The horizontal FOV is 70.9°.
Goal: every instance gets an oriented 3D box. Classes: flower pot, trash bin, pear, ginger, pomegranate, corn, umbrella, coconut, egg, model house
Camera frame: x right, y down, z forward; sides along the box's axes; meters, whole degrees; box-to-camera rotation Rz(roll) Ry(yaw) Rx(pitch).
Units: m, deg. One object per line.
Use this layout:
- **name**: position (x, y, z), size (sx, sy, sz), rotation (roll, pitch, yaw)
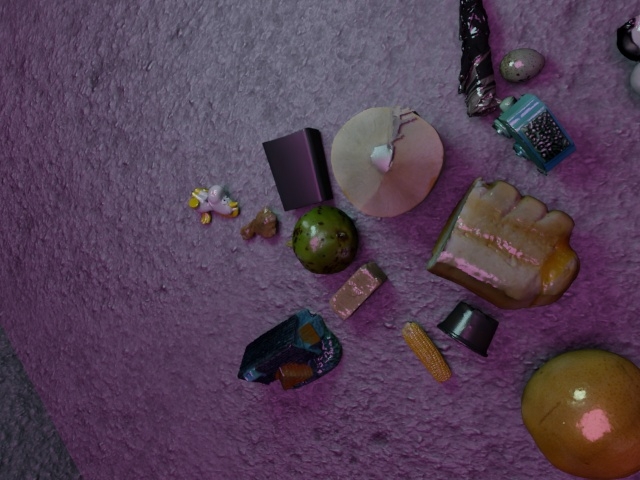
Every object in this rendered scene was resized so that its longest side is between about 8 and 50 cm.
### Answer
- **flower pot**: position (0.423, 0.242, 1.265), size (0.157, 0.157, 0.107), rotation (33, 92, 15)
- **trash bin**: position (-0.064, -0.220, 1.420), size (0.165, 0.115, 0.225), rotation (-14, 95, 21)
- **pear**: position (0.671, 0.426, 1.113), size (0.314, 0.314, 0.314), rotation (2, 97, 21)
- **ginger**: position (-0.200, -0.040, 1.516), size (0.165, 0.067, 0.096), rotation (-38, 82, 34)
- **pomegranate**: position (0.000, 0.000, 1.383), size (0.263, 0.211, 0.211), rotation (-5, 95, 56)
- **corn**: position (0.318, 0.334, 1.352), size (0.067, 0.067, 0.206), rotation (-38, 83, 21)
- **umbrella**: position (0.406, -0.507, 1.207), size (0.106, 0.113, 0.357), rotation (-7, 88, 7)
- **coconut**: position (0.184, -0.214, 1.222), size (0.323, 0.323, 0.323), rotation (2, 97, 21)
- **egg**: position (0.526, -0.457, 1.173), size (0.110, 0.085, 0.085), rotation (-11, 92, 18)
- **model house**: position (-0.103, 0.377, 1.431), size (0.261, 0.241, 0.226), rotation (-36, 80, 20)

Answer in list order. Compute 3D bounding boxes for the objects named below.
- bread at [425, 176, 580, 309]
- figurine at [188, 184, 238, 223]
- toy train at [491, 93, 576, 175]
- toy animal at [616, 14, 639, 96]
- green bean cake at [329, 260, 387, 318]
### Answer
- **bread**: position (0.486, 0.025, 1.180), size (0.341, 0.210, 0.300), rotation (25, 82, 10)
- **figurine**: position (-0.364, -0.130, 1.563), size (0.178, 0.109, 0.129), rotation (-8, 119, 22)
- **toy train**: position (0.534, -0.273, 1.131), size (0.203, 0.163, 0.112), rotation (41, 107, -15)
- **toy animal**: position (0.805, -0.424, 1.024), size (0.187, 0.165, 0.235), rotation (-20, 89, 34)
- **green bean cake**: position (0.116, 0.153, 1.388), size (0.085, 0.109, 0.179), rotation (45, 110, 11)
